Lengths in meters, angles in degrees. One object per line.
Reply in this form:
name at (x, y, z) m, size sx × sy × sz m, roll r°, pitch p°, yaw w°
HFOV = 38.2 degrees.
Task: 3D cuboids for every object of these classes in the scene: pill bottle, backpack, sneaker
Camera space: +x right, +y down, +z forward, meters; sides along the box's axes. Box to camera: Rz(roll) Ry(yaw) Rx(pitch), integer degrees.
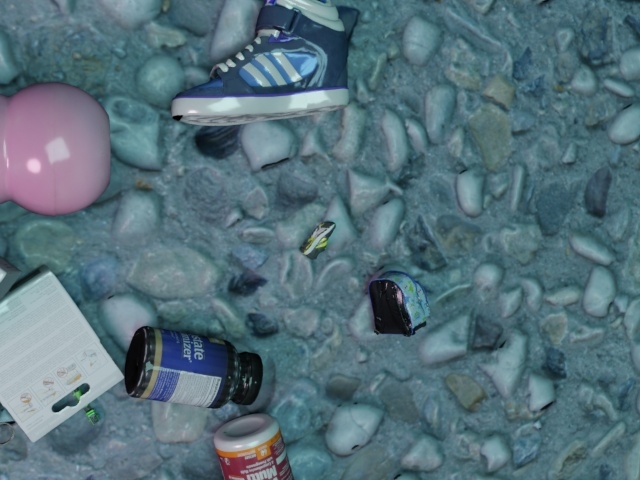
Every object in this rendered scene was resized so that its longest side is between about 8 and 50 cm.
pill bottle at (-0.109, 0.436, 1.673) m, size 0.121 × 0.121 × 0.221 m, roll -19°, pitch 104°, yaw -20°
backpack at (0.147, 0.114, 1.753) m, size 0.084 × 0.105 × 0.114 m, roll -28°, pitch 107°, yaw -41°
sneaker at (-0.109, -0.328, 1.582) m, size 0.323 × 0.130 × 0.236 m, roll -8°, pitch 90°, yaw -17°
sneaker at (0.000, 0.000, 1.716) m, size 0.083 × 0.031 × 0.035 m, roll -45°, pitch 125°, yaw -7°
pill bottle at (-0.217, 0.224, 1.598) m, size 0.219 × 0.123 × 0.122 m, roll 13°, pitch 92°, yaw -25°

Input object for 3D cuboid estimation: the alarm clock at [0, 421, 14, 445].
alarm clock at (-0.581, 0.279, 1.481) m, size 0.192 × 0.064 × 0.129 m, roll 32°, pitch 84°, yaw -21°

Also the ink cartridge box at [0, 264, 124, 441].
ink cartridge box at (-0.468, 0.186, 1.529) m, size 0.189 × 0.066 × 0.232 m, roll -35°, pitch 117°, yaw -15°

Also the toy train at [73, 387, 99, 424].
toy train at (-0.403, 0.279, 1.579) m, size 0.017 × 0.024 × 0.083 m, roll -32°, pitch 108°, yaw -16°

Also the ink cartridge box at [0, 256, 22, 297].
ink cartridge box at (-0.613, 0.046, 1.336) m, size 0.270 × 0.197 × 0.198 m, roll 36°, pitch 82°, yaw -9°

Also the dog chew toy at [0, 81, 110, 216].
dog chew toy at (-0.489, -0.140, 1.401) m, size 0.332 × 0.206 × 0.206 m, roll 0°, pitch 97°, yaw -15°
